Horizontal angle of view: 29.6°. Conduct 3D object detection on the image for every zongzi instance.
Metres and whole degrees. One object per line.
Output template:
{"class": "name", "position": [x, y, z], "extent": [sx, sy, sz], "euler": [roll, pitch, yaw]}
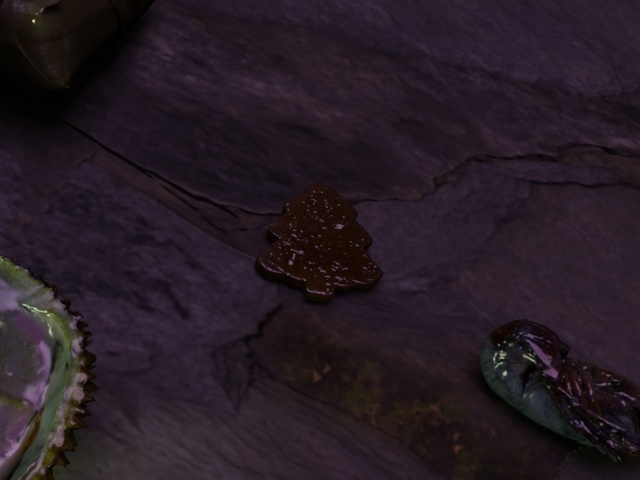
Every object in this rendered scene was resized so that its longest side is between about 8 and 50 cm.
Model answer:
{"class": "zongzi", "position": [-0.296, -0.223, 1.183], "extent": [0.242, 0.112, 0.221], "euler": [2, 30, 26]}

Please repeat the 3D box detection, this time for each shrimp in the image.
{"class": "shrimp", "position": [0.247, 0.147, 1.069], "extent": [0.233, 0.079, 0.090], "euler": [30, 18, 4]}

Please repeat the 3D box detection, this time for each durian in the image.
{"class": "durian", "position": [-0.279, 0.138, 0.914], "extent": [0.193, 0.137, 0.237], "euler": [39, 56, 6]}

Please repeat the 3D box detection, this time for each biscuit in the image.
{"class": "biscuit", "position": [0.000, 0.000, 1.138], "extent": [0.120, 0.019, 0.129], "euler": [8, 57, -7]}

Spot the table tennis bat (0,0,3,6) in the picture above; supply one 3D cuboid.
{"class": "table tennis bat", "position": [-0.420, -0.193, 1.034], "extent": [0.321, 0.198, 0.050], "euler": [-5, 86, 16]}
